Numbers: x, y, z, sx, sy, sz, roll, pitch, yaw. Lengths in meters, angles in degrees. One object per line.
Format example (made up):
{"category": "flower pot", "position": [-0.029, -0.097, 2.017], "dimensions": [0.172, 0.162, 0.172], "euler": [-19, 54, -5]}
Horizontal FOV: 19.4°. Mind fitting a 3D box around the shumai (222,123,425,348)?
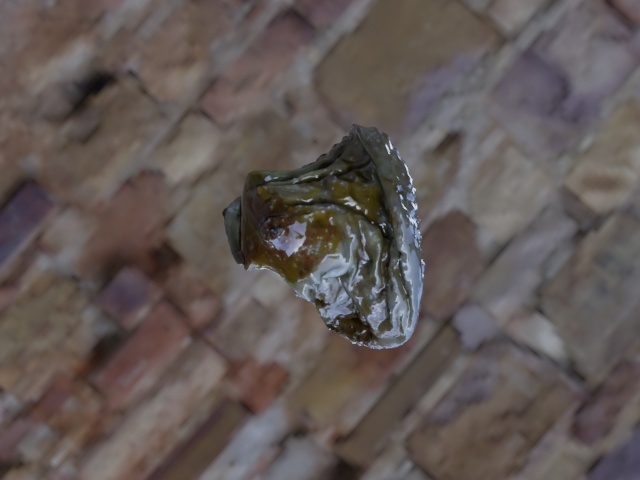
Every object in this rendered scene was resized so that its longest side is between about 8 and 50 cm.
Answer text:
{"category": "shumai", "position": [0.000, -0.004, 1.181], "dimensions": [0.116, 0.145, 0.145], "euler": [-6, 160, -12]}
